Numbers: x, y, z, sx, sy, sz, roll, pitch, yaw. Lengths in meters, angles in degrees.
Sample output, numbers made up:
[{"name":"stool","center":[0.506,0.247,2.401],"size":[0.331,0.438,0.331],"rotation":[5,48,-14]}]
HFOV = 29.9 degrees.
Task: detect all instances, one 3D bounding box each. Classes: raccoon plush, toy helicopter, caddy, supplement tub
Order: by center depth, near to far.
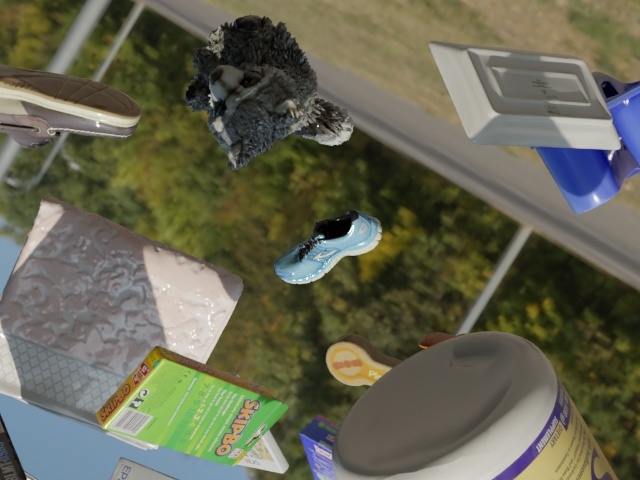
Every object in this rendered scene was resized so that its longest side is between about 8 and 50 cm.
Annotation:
[{"name":"supplement tub","center":[0.188,0.285,1.209],"size":[0.331,0.241,0.241],"rotation":[57,174,-20]},{"name":"caddy","center":[0.456,-0.177,1.823],"size":[0.179,0.241,0.341],"rotation":[61,-153,1]},{"name":"toy helicopter","center":[0.174,0.224,1.874],"size":[0.355,0.235,0.140],"rotation":[21,-146,17]},{"name":"raccoon plush","center":[-0.038,-0.227,2.154],"size":[0.446,0.216,0.299],"rotation":[12,-147,-37]}]

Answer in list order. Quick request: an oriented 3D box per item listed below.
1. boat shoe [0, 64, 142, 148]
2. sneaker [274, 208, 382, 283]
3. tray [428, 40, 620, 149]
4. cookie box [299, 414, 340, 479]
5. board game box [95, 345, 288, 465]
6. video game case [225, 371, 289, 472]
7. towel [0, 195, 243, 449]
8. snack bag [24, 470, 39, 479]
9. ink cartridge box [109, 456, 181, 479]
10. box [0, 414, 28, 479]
[{"name":"boat shoe","center":[-0.368,-0.164,1.532],"size":[0.285,0.092,0.103],"rotation":[12,-157,5]},{"name":"sneaker","center":[0.000,0.000,1.635],"size":[0.073,0.162,0.063],"rotation":[39,-153,-47]},{"name":"tray","center":[0.258,-0.179,1.445],"size":[0.270,0.030,0.145],"rotation":[-2,-117,-38]},{"name":"cookie box","center":[0.028,0.284,1.519],"size":[0.091,0.040,0.107],"rotation":[26,146,35]},{"name":"board game box","center":[-0.160,0.223,1.570],"size":[0.259,0.124,0.039],"rotation":[31,-164,-46]},{"name":"video game case","center":[-0.180,0.328,2.209],"size":[0.206,0.026,0.227],"rotation":[0,126,43]},{"name":"towel","center":[-0.329,0.134,1.831],"size":[0.331,0.317,0.053],"rotation":[24,-171,-16]},{"name":"snack bag","center":[-0.554,0.556,2.352],"size":[0.342,0.037,0.323],"rotation":[41,142,-13]},{"name":"ink cartridge box","center":[-0.287,0.502,2.006],"size":[0.223,0.223,0.045],"rotation":[16,159,23]},{"name":"box","center":[-0.391,0.393,1.557],"size":[0.293,0.073,0.296],"rotation":[-145,39,-63]}]
